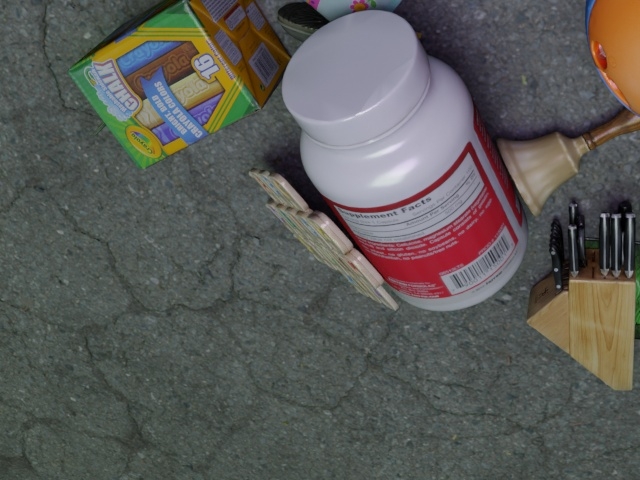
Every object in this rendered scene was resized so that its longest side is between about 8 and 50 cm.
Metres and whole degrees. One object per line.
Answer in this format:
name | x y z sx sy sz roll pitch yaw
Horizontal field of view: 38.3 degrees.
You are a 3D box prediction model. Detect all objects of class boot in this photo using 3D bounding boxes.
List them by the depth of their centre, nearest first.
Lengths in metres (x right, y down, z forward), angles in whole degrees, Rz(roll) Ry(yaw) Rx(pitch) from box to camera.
boot | 0.018 -0.224 1.332 0.190 0.076 0.208 24 138 18

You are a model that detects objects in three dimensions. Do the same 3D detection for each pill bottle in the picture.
pill bottle | 0.115 -0.095 1.212 0.229 0.229 0.407 -10 143 23

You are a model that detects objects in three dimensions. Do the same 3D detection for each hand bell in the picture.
hand bell | 0.380 -0.143 1.275 0.242 0.126 0.126 -28 113 17

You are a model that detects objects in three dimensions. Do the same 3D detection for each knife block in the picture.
knife block | 0.441 0.072 1.387 0.276 0.088 0.242 37 127 -9

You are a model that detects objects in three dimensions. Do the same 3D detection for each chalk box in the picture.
chalk box | -0.221 -0.238 1.327 0.289 0.180 0.179 -21 115 27

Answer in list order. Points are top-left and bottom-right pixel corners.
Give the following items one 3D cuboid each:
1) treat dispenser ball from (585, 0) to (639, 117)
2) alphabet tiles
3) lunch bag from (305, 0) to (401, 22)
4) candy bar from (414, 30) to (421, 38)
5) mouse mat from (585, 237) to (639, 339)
treat dispenser ball | 0.446 -0.260 1.034 0.288 0.288 0.288 8 126 12
alphabet tiles | 0.000 0.000 1.398 0.021 0.284 0.278 -44 108 -8
lunch bag | 0.055 -0.414 1.133 0.223 0.160 0.262 35 132 -8
candy bar | 0.109 -0.233 1.329 0.040 0.018 0.161 16 126 6
mouse mat | 0.465 0.078 1.445 0.153 0.007 0.189 5 126 14
